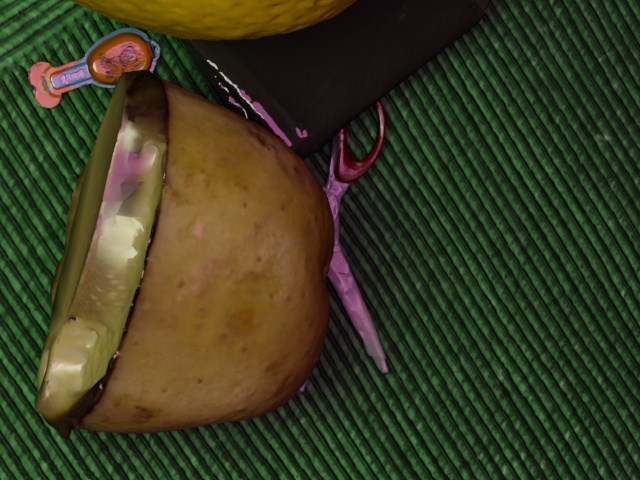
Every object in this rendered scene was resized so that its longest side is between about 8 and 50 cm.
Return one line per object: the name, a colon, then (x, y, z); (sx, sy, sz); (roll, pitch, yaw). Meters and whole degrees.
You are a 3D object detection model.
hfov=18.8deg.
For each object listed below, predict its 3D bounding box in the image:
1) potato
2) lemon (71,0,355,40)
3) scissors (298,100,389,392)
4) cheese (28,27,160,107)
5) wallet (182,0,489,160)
potato: (-0.093, 0.027, 1.506); (0.242, 0.242, 0.285); (11, 84, -15)
lemon: (-0.077, -0.313, 1.433); (0.387, 0.350, 0.350); (4, 90, -34)
scissors: (0.000, 0.000, 1.624); (0.144, 0.017, 0.247); (-10, 95, -14)
cheese: (-0.182, -0.140, 1.569); (0.111, 0.017, 0.047); (-21, 94, -13)
wallet: (0.010, -0.187, 1.600); (0.245, 0.052, 0.168); (-38, 90, -20)
